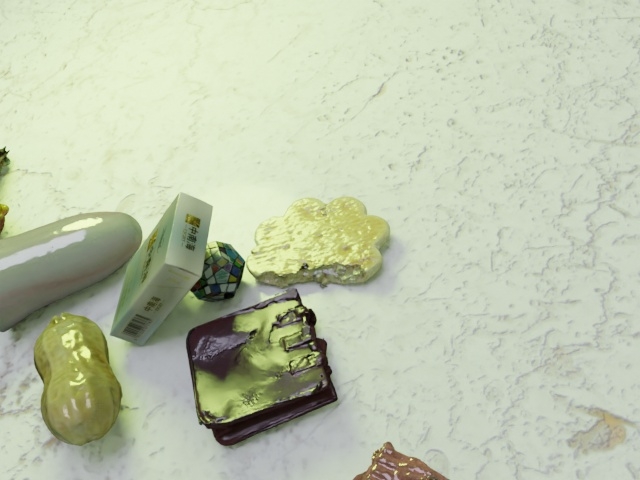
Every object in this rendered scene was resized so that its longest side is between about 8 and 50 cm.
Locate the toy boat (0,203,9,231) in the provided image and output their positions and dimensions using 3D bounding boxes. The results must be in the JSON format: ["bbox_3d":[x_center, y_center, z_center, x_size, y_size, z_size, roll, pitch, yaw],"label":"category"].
[{"bbox_3d":[-0.760,-0.038,1.690,0.317,0.099,0.141,-1,48,23],"label":"toy boat"}]

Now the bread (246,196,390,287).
[{"bbox_3d":[0.000,0.000,1.415,0.250,0.039,0.182,-2,50,19],"label":"bread"}]

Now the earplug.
[{"bbox_3d":[-0.472,0.030,1.489,0.301,0.172,0.172,-23,46,-7],"label":"earplug"}]

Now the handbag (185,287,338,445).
[{"bbox_3d":[-0.092,0.193,1.259,0.216,0.074,0.203,-22,47,-1],"label":"handbag"}]

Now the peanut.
[{"bbox_3d":[-0.393,0.218,1.313,0.130,0.130,0.290,-28,40,-5],"label":"peanut"}]

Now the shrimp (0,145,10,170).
[{"bbox_3d":[-0.768,-0.129,1.731,0.164,0.062,0.317,-6,24,12],"label":"shrimp"}]

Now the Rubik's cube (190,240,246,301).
[{"bbox_3d":[-0.182,0.054,1.398,0.111,0.111,0.093,-13,72,9],"label":"Rubik's cube"}]

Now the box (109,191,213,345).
[{"bbox_3d":[-0.265,0.051,1.351,0.243,0.067,0.155,-47,31,41],"label":"box"}]

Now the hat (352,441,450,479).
[{"bbox_3d":[0.126,0.390,0.984,0.286,0.107,0.237,16,67,36],"label":"hat"}]
